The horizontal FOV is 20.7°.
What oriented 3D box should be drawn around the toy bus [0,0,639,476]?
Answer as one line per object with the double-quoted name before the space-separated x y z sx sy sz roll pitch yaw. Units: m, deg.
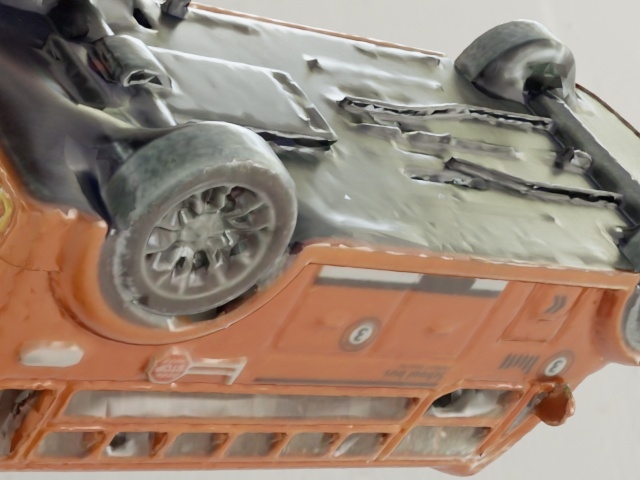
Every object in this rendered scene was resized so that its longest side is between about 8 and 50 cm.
"toy bus" 0.000 0.000 0.611 0.329 0.153 0.143 5 -144 -41
